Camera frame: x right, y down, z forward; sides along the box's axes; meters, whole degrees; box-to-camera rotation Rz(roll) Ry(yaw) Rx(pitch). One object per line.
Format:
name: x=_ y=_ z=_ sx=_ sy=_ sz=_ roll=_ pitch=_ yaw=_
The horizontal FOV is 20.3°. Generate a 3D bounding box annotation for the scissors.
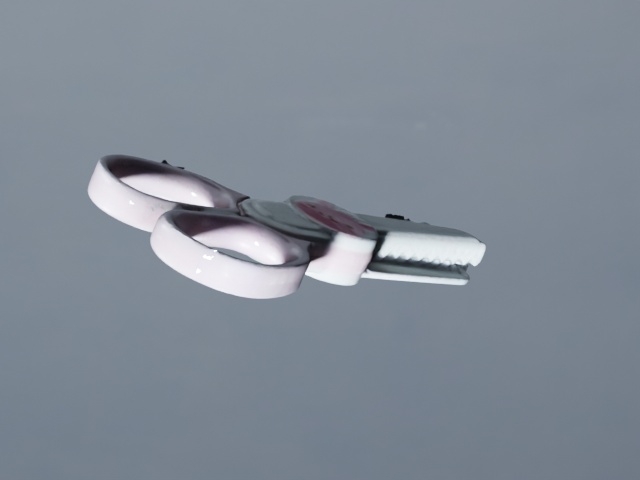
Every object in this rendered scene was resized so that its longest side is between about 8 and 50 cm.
scissors: x=0.000 y=0.000 z=0.896 sx=0.242 sy=0.030 sz=0.118 roll=8 pitch=-159 yaw=-45
